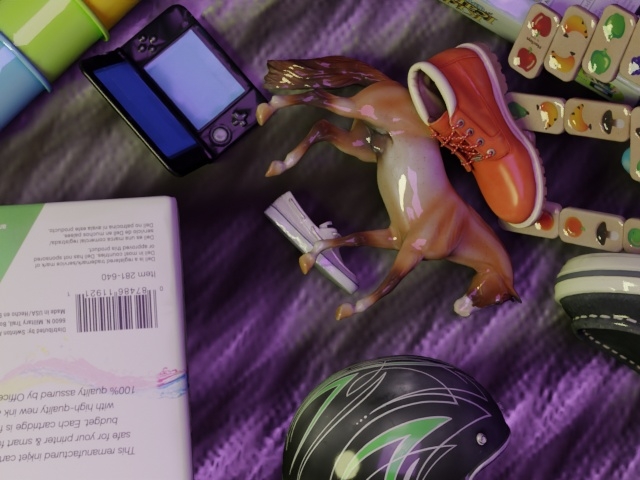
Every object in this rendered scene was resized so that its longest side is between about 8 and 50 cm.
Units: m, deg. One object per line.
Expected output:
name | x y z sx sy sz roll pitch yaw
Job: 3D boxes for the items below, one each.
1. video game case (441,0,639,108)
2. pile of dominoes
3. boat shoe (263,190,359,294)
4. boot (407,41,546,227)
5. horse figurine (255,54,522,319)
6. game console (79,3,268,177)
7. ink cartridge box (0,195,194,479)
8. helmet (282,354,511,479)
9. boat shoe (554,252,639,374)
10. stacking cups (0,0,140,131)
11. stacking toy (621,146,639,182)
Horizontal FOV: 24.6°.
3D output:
video game case | 0.226 -0.282 1.221 0.244 0.061 0.269 32 81 8
pile of dominoes | 0.235 -0.079 1.113 0.040 0.251 0.196 -21 115 -48
boat shoe | 0.000 0.000 1.198 0.100 0.035 0.035 44 84 8
boot | 0.121 -0.078 1.167 0.084 0.059 0.158 -18 82 -47
horse figurine | 0.048 -0.049 1.184 0.174 0.066 0.263 -18 78 -22
game console | -0.115 -0.123 1.182 0.107 0.071 0.122 -41 89 -8
ink cartridge box | -0.200 0.117 1.111 0.201 0.117 0.278 -4 79 -4
helmet | 0.056 0.167 1.120 0.169 0.169 0.162 8 97 -4
boat shoe | 0.394 0.166 1.142 0.500 0.187 0.156 31 76 -6
stacking cups | -0.269 -0.131 1.165 0.316 0.096 0.096 -43 89 -5
stacking toy | 0.371 -0.161 1.206 0.165 0.175 0.302 29 60 -32
